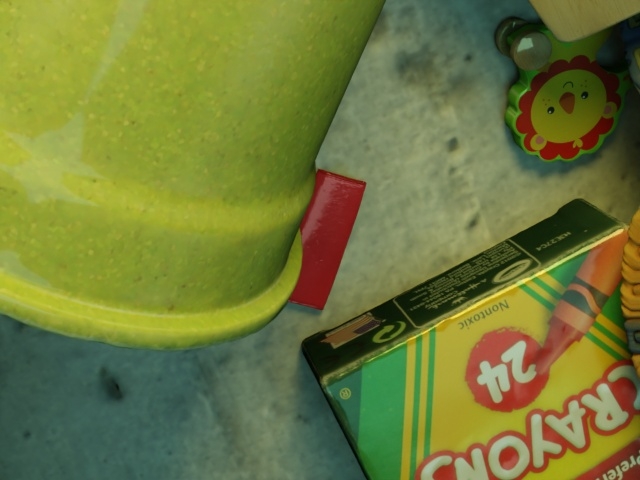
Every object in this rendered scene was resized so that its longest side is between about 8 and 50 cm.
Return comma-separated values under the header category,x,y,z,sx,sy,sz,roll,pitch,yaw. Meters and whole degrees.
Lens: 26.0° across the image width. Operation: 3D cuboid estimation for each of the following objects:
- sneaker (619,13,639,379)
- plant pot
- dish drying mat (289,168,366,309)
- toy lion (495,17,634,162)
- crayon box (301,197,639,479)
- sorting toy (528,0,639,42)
category,x,y,z,sx,sy,sz,roll,pitch,yaw
sneaker,0.243,-0.033,0.770,0.131,0.112,0.296,0,90,-47
plant pot,-0.070,-0.139,0.580,0.276,0.276,0.254,23,117,-20
dish drying mat,0.000,0.000,0.823,0.032,0.008,0.083,14,106,-17
toy lion,0.152,-0.097,0.815,0.100,0.034,0.096,-29,120,-2
crayon box,0.148,0.162,0.856,0.202,0.081,0.318,-28,106,-3
sorting toy,0.161,-0.258,0.641,0.256,0.089,0.257,-23,123,31
